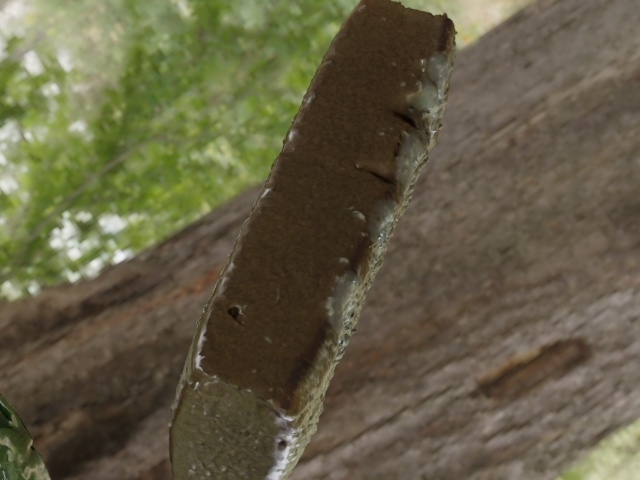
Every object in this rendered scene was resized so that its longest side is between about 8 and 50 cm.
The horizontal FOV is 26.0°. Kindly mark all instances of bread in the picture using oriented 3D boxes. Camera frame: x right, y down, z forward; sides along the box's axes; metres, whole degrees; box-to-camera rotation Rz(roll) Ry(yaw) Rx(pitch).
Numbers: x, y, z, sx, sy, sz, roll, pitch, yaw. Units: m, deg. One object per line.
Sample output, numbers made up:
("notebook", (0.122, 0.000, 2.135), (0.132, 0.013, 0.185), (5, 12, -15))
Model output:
("bread", (0.000, 0.000, 1.091), (0.113, 0.416, 0.165), (20, 144, 5))

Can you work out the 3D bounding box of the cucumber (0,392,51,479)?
("cucumber", (-0.247, 0.202, 0.882), (0.145, 0.105, 0.325), (30, 137, 9))
